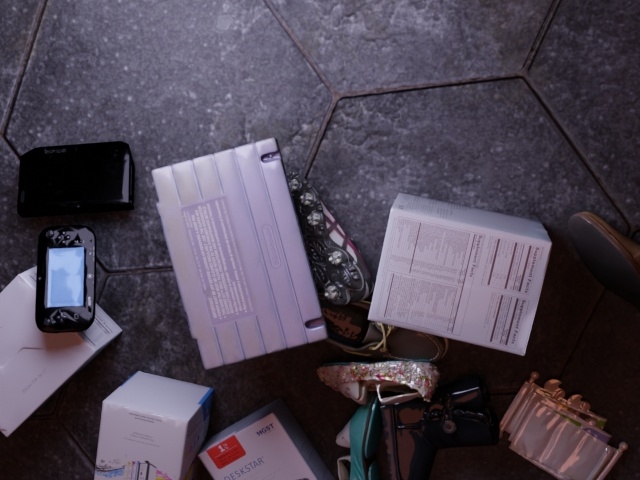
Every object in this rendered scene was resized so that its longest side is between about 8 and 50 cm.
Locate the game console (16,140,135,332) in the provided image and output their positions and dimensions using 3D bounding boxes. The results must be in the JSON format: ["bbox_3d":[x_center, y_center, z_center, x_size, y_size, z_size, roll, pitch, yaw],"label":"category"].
[{"bbox_3d":[-0.449,-0.009,1.587,0.213,0.044,0.362,-5,72,2],"label":"game console"}]

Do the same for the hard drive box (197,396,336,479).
[{"bbox_3d":[-0.094,0.452,1.673,0.181,0.089,0.232,-33,94,13],"label":"hard drive box"}]

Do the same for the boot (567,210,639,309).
[{"bbox_3d":[0.562,0.046,1.500,0.305,0.112,0.115,44,74,3],"label":"boot"}]

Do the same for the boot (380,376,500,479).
[{"bbox_3d":[0.229,0.383,1.602,0.207,0.094,0.247,-8,93,15],"label":"boot"}]

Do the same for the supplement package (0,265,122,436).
[{"bbox_3d":[-0.560,0.203,1.672,0.262,0.145,0.204,-43,92,13],"label":"supplement package"}]

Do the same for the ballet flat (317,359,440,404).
[{"bbox_3d":[0.100,0.260,1.582,0.240,0.091,0.077,-7,60,25],"label":"ballet flat"}]

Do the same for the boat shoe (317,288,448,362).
[{"bbox_3d":[0.085,0.163,1.586,0.304,0.091,0.109,19,103,5],"label":"boat shoe"}]

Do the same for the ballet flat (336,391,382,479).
[{"bbox_3d":[0.070,0.406,1.644,0.087,0.083,0.247,3,100,23],"label":"ballet flat"}]

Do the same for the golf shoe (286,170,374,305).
[{"bbox_3d":[0.000,0.000,1.571,0.105,0.120,0.273,-36,71,20],"label":"golf shoe"}]

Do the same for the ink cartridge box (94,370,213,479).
[{"bbox_3d":[-0.319,0.401,1.658,0.168,0.171,0.233,11,103,7],"label":"ink cartridge box"}]

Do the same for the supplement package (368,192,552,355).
[{"bbox_3d":[0.236,0.050,1.484,0.262,0.199,0.198,12,103,7],"label":"supplement package"}]

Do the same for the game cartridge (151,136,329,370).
[{"bbox_3d":[-0.139,0.024,1.477,0.230,0.068,0.355,-14,91,6],"label":"game cartridge"}]

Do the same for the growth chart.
[{"bbox_3d":[0.446,0.362,1.602,0.237,0.021,0.172,37,104,1],"label":"growth chart"}]
